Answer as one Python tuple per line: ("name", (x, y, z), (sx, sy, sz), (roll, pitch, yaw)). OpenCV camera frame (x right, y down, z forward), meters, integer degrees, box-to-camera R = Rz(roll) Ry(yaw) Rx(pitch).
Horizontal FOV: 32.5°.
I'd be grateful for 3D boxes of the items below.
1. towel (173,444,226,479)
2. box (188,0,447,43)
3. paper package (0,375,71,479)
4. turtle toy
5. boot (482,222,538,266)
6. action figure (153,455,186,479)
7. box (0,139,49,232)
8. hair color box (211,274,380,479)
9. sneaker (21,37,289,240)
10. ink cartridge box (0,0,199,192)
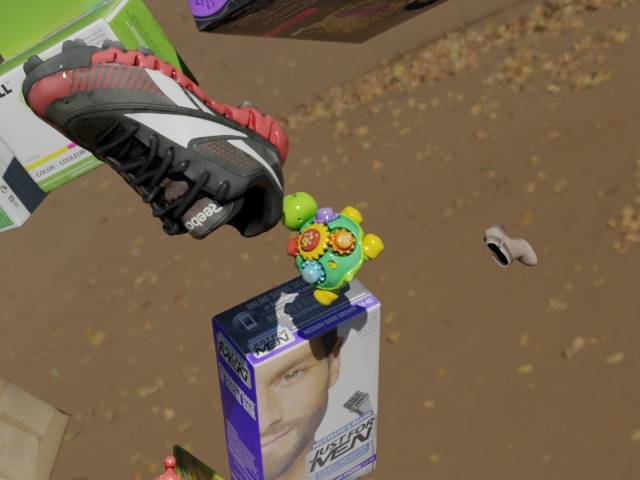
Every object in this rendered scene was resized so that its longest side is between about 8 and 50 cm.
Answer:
("towel", (-0.160, 0.401, 1.703), (0.021, 0.102, 0.237), (-24, 26, -30))
("box", (-0.003, -0.290, 1.036), (0.143, 0.165, 0.270), (-21, -6, 35))
("paper package", (-0.573, 0.425, 1.808), (0.309, 0.168, 0.325), (-55, 14, 13))
("turtle toy", (0.000, 0.000, 1.167), (0.095, 0.066, 0.130), (-47, 48, 13))
("boot", (0.332, 0.021, 1.929), (0.042, 0.118, 0.087), (-45, 8, 32))
("action figure", (-0.138, 0.251, 0.986), (0.038, 0.115, 0.030), (4, -3, -8))
("box", (-0.391, -0.073, 1.316), (0.087, 0.101, 0.102), (-15, 30, 32))
("hair color box", (-0.025, 0.206, 1.426), (0.185, 0.339, 0.110), (-25, 46, -23))
("sneaker", (-0.129, -0.076, 0.943), (0.097, 0.276, 0.135), (-32, 54, 33))
("ink cartridge box", (-0.278, -0.202, 1.127), (0.188, 0.255, 0.097), (-23, 27, 24))
